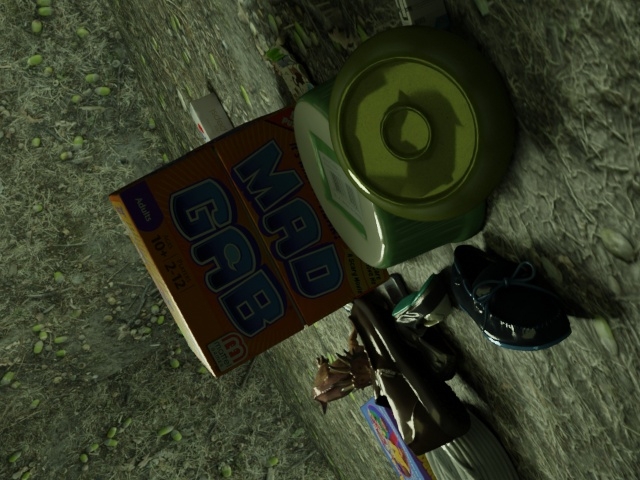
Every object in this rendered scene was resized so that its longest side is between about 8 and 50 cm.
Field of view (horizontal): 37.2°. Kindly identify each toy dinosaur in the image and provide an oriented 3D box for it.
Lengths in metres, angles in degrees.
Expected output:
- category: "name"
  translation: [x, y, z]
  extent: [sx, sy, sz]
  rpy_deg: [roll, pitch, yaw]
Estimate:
- category: "toy dinosaur"
  translation: [0.051, 0.300, 2.095]
  extent: [0.127, 0.296, 0.200]
  rpy_deg: [40, -151, -6]

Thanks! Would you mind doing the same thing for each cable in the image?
- category: "cable"
  translation: [0.274, 0.418, 1.765]
  extent: [0.257, 0.089, 0.257]
  rpy_deg: [54, 165, 35]

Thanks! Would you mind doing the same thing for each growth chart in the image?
- category: "growth chart"
  translation: [-0.032, -0.266, 1.750]
  extent: [0.237, 0.021, 0.172]
  rpy_deg: [61, 167, 0]

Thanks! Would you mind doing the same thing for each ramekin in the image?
- category: "ramekin"
  translation: [0.086, -0.107, 1.343]
  extent: [0.303, 0.148, 0.303]
  rpy_deg: [57, 165, 24]

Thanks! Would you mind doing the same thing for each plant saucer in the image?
- category: "plant saucer"
  translation: [0.109, -0.132, 1.130]
  extent: [0.241, 0.037, 0.241]
  rpy_deg: [10, 113, 26]

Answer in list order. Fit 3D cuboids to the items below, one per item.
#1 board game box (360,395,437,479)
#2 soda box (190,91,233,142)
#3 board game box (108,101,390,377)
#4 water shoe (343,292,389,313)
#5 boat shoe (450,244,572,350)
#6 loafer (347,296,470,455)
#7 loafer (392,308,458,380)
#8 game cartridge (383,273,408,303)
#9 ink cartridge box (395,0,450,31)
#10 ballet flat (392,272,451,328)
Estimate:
- category: "board game box"
  translation: [0.221, 0.490, 2.109]
  extent: [0.347, 0.078, 0.233]
  rpy_deg: [60, 166, 12]
- category: "soda box"
  translation: [-0.260, -0.270, 2.468]
  extent: [0.216, 0.074, 0.069]
  rpy_deg: [62, 166, 8]
- category: "board game box"
  translation: [-0.149, -0.011, 1.779]
  extent: [0.356, 0.356, 0.356]
  rpy_deg: [63, 168, -9]
- category: "water shoe"
  translation: [0.081, 0.140, 1.985]
  extent: [0.203, 0.073, 0.080]
  rpy_deg: [40, 156, 60]
- category: "boat shoe"
  translation: [0.229, 0.071, 1.247]
  extent: [0.258, 0.109, 0.089]
  rpy_deg: [27, 138, 64]
- category: "loafer"
  translation: [0.130, 0.244, 1.741]
  extent: [0.134, 0.130, 0.366]
  rpy_deg: [30, -162, -38]
- category: "loafer"
  translation: [0.191, 0.169, 1.691]
  extent: [0.170, 0.062, 0.061]
  rpy_deg: [49, 139, 32]
- category: "game cartridge"
  translation: [0.141, 0.090, 1.792]
  extent: [0.056, 0.017, 0.083]
  rpy_deg: [59, 166, 2]
- category: "ink cartridge box"
  translation: [0.116, -0.283, 1.116]
  extent: [0.028, 0.048, 0.083]
  rpy_deg: [34, 147, 63]
- category: "ballet flat"
  translation: [0.181, 0.108, 1.591]
  extent: [0.074, 0.074, 0.203]
  rpy_deg: [61, 160, 10]
